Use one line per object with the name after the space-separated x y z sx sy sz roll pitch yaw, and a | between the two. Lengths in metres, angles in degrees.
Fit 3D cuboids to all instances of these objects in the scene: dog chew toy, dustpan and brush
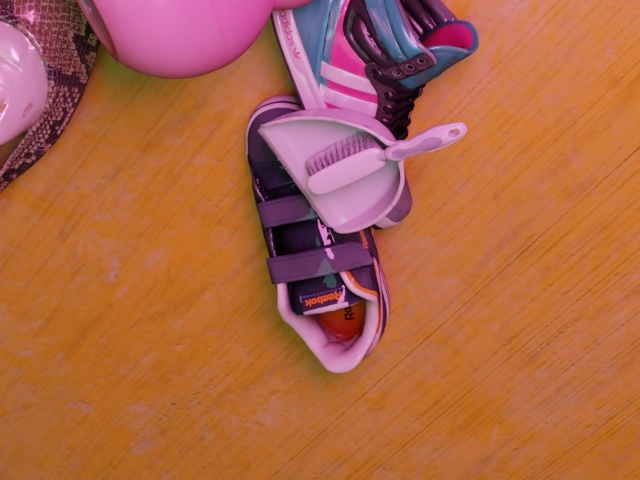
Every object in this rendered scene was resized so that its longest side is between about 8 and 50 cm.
-0.067 -0.289 1.023 0.332 0.206 0.206 -31 114 -12 | dog chew toy
0.052 -0.083 1.093 0.211 0.060 0.147 -23 117 27 | dustpan and brush

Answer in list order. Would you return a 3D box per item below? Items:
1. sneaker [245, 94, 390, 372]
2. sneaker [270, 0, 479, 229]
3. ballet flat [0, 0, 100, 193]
0.000 0.000 1.246 0.126 0.127 0.321 -14 115 19 | sneaker
0.082 -0.157 1.146 0.178 0.124 0.295 -11 116 27 | sneaker
-0.391 -0.109 1.221 0.164 0.182 0.483 36 119 -9 | ballet flat
